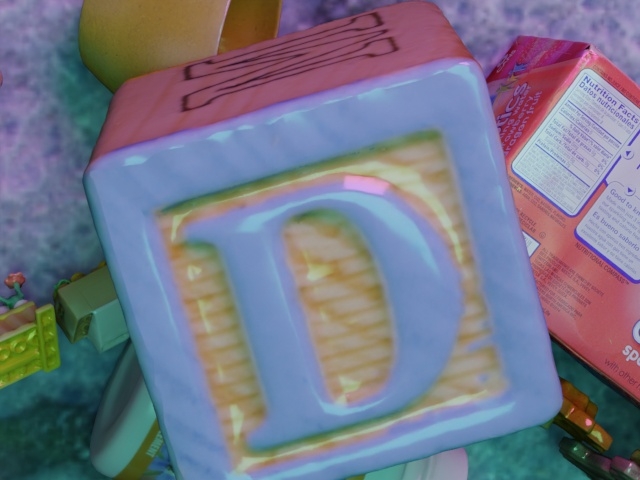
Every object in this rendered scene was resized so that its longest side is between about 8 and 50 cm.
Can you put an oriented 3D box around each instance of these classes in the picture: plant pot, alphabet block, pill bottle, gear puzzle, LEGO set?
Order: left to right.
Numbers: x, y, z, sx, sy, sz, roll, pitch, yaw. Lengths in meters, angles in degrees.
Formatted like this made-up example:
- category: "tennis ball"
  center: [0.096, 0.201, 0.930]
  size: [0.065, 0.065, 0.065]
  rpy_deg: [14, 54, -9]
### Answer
- category: "LEGO set"
  center: [-0.248, 0.094, 1.094]
  size: [0.287, 0.107, 0.132]
  rpy_deg: [-51, 140, -5]
- category: "plant pot"
  center: [-0.087, -0.126, 1.067]
  size: [0.095, 0.134, 0.134]
  rpy_deg: [15, 97, 10]
- category: "pill bottle"
  center: [-0.023, 0.126, 1.115]
  size: [0.216, 0.121, 0.121]
  rpy_deg: [25, 94, -14]
- category: "alphabet block"
  center: [0.000, 0.000, 0.923]
  size: [0.193, 0.197, 0.192]
  rpy_deg: [-14, 107, 2]
- category: "gear puzzle"
  center: [0.243, 0.166, 1.151]
  size: [0.339, 0.175, 0.044]
  rpy_deg: [36, 83, -14]

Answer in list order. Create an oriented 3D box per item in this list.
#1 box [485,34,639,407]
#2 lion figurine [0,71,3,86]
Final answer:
- category: "box"
  center: [0.211, 0.019, 1.134]
  size: [0.300, 0.142, 0.154]
  rpy_deg: [36, 91, -15]
- category: "lion figurine"
  center: [-0.242, -0.214, 1.012]
  size: [0.240, 0.142, 0.392]
  rpy_deg: [35, 85, -16]
